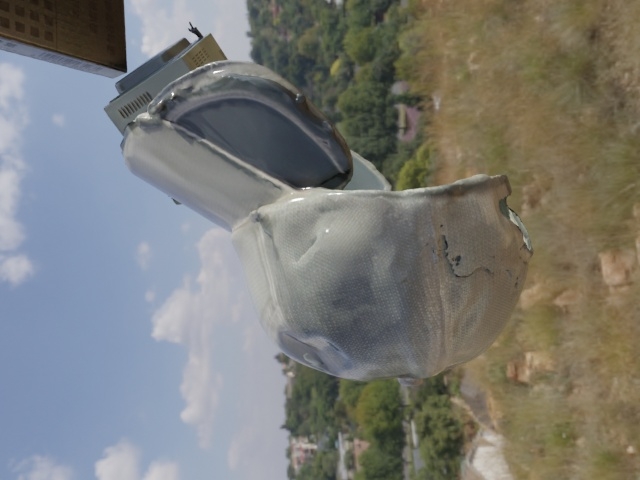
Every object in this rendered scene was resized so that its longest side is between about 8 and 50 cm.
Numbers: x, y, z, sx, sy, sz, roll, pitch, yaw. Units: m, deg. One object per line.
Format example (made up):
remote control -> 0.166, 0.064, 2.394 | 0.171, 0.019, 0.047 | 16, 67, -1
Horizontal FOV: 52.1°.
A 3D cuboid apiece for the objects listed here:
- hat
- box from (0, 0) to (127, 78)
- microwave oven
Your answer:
hat -> -0.006, -0.006, 0.432 | 0.161, 0.275, 0.232 | -66, -13, -2
box -> -0.396, -0.333, 0.840 | 0.324, 0.047, 0.181 | 3, -98, -54
microwave oven -> -0.194, -0.192, 0.963 | 0.194, 0.145, 0.240 | 53, -166, -20
